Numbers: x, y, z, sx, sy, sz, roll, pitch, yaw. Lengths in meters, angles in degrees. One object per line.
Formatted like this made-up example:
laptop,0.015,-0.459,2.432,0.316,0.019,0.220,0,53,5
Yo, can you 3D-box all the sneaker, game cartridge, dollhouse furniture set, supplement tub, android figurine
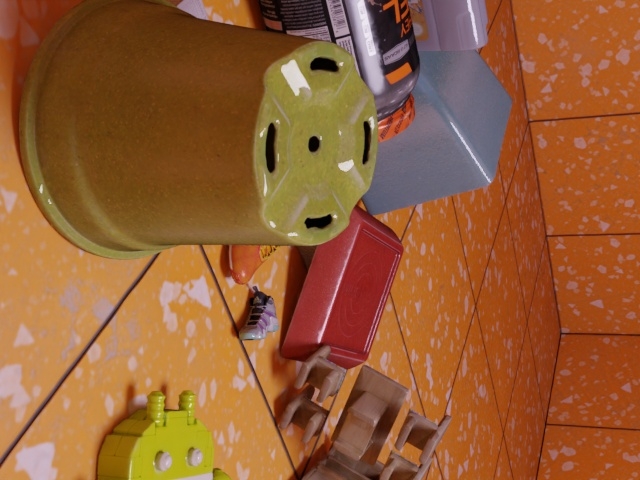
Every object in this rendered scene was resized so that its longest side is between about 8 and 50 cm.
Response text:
sneaker,-0.087,0.096,1.180,0.098,0.038,0.069,-23,108,-74
game cartridge,0.102,-0.386,1.317,0.062,0.297,0.198,-48,132,-35
dollhouse furniture set,0.063,0.292,1.293,0.161,0.212,0.242,-31,146,-61
sneaker,0.000,0.000,1.356,0.070,0.051,0.134,-61,149,-43
supplement tub,0.025,-0.315,1.240,0.207,0.207,0.338,-60,141,-49
sneaker,-0.075,-0.009,1.173,0.175,0.067,0.064,-65,146,-42
android figurine,-0.175,0.301,0.949,0.248,0.056,0.273,24,69,-63

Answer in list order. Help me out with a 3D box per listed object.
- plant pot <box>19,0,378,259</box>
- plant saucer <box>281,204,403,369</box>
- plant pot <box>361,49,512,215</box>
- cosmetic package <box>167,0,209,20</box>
plant pot,-0.096,-0.100,0.829,0.276,0.253,0.276,-16,110,-50
plant saucer,0.051,0.081,1.384,0.258,0.047,0.259,28,81,-63
plant pot,0.153,-0.235,1.497,0.252,0.247,0.248,54,40,-31
cosmetic package,-0.148,-0.162,1.023,0.099,0.060,0.239,-57,139,-45
